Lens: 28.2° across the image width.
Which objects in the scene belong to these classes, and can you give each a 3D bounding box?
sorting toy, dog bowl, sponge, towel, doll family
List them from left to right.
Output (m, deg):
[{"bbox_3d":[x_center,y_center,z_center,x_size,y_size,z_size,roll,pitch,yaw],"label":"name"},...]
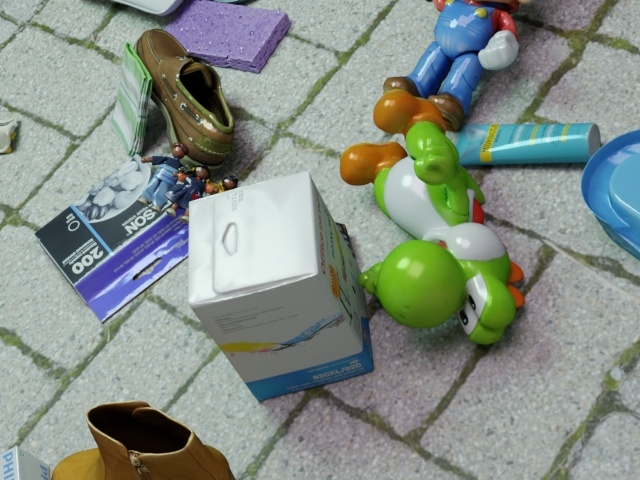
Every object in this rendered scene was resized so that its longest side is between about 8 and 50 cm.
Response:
[{"bbox_3d":[-0.544,-0.185,2.154,0.083,0.045,0.075,-7,45,19],"label":"sorting toy"},{"bbox_3d":[-0.302,-0.221,2.013,0.023,0.152,0.113,-8,42,-28],"label":"towel"},{"bbox_3d":[-0.173,-0.069,1.851,0.111,0.193,0.076,-64,18,-15],"label":"doll family"},{"bbox_3d":[-0.165,-0.343,2.119,0.210,0.031,0.117,13,61,31],"label":"sponge"},{"bbox_3d":[0.458,-0.024,1.580,0.166,0.074,0.297,-40,50,-9],"label":"dog bowl"}]

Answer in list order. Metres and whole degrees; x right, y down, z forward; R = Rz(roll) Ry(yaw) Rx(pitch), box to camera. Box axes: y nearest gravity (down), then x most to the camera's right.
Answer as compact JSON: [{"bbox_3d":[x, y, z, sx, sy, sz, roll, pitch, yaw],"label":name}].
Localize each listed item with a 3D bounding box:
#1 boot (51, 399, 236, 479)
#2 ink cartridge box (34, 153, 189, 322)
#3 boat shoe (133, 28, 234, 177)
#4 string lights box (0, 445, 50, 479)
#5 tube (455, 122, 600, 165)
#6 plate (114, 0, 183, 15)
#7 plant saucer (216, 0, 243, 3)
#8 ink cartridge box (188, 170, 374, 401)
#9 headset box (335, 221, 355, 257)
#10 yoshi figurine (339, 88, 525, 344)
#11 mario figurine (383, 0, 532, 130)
[{"bbox_3d":[-0.246,0.260,1.567,0.295,0.211,0.104,3,55,25],"label":"boot"},{"bbox_3d":[-0.301,-0.008,1.910,0.206,0.045,0.208,-39,51,-9],"label":"ink cartridge box"},{"bbox_3d":[-0.201,-0.239,1.982,0.104,0.111,0.307,-56,49,35],"label":"boat shoe"},{"bbox_3d":[-0.465,0.385,1.632,0.260,0.077,0.133,-29,48,12],"label":"string lights box"},{"bbox_3d":[0.281,-0.134,1.762,0.207,0.052,0.080,1,45,31],"label":"tube"},{"bbox_3d":[-0.270,-0.505,2.266,0.277,0.045,0.278,21,65,42],"label":"plate"},{"bbox_3d":[-0.140,-0.446,2.194,0.119,0.021,0.119,-11,51,15],"label":"plant saucer"},{"bbox_3d":[-0.050,0.060,1.624,0.168,0.232,0.171,-15,50,12],"label":"ink cartridge box"},{"bbox_3d":[0.000,0.000,1.749,0.032,0.083,0.062,-52,39,34],"label":"headset box"},{"bbox_3d":[0.122,-0.021,1.644,0.203,0.203,0.362,-27,53,4],"label":"yoshi figurine"},{"bbox_3d":[0.203,-0.333,1.828,0.198,0.170,0.320,27,85,1],"label":"mario figurine"}]
